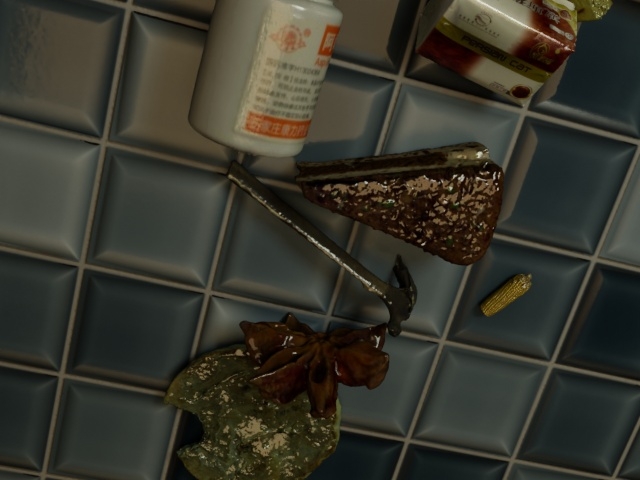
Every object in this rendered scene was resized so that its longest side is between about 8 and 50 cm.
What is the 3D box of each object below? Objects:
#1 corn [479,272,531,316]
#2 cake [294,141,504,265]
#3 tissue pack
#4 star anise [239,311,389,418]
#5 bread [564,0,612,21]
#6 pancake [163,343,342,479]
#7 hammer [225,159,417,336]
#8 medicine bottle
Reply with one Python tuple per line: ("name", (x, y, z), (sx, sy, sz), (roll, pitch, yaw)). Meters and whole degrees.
("corn", (0.254, 0.073, 1.066), (0.083, 0.028, 0.027), (-40, 87, 10))
("cake", (0.096, -0.036, 0.970), (0.246, 0.112, 0.135), (-7, 113, -2))
("tissue pack", (0.199, -0.239, 0.895), (0.148, 0.099, 0.106), (22, 140, -12))
("star anise", (0.001, 0.155, 0.984), (0.212, 0.196, 0.111), (4, 94, -26))
("bread", (0.287, -0.336, 0.850), (0.088, 0.049, 0.226), (0, 142, 32))
("pancake", (-0.091, 0.250, 1.100), (0.253, 0.037, 0.253), (-2, 111, -4))
("hammer", (0.000, 0.000, 0.990), (0.297, 0.125, 0.027), (37, 129, -7))
("medicine bottle", (-0.053, -0.229, 0.871), (0.144, 0.144, 0.252), (12, 110, -9))
